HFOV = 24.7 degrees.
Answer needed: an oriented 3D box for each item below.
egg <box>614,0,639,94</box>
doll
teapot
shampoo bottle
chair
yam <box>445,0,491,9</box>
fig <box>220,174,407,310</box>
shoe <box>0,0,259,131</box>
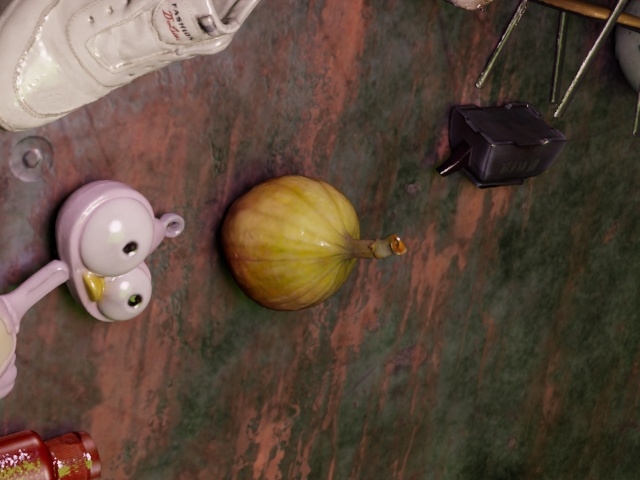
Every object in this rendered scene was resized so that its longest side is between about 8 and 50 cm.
[{"bbox_3d":[0.470,-0.237,1.840,0.236,0.169,0.169,23,94,-42],"label":"egg"},{"bbox_3d":[-0.281,0.057,1.451,0.365,0.094,0.160,-32,128,-31],"label":"doll"},{"bbox_3d":[0.216,-0.104,1.770,0.177,0.087,0.096,-7,131,-33],"label":"teapot"},{"bbox_3d":[-0.357,0.259,1.513,0.260,0.064,0.102,-13,112,-32],"label":"shampoo bottle"},{"bbox_3d":[0.307,-0.269,1.717,0.172,0.159,0.246,10,103,-36],"label":"chair"},{"bbox_3d":[0.134,-0.300,1.593,0.079,0.141,0.079,-15,120,-27],"label":"yam"},{"bbox_3d":[-0.004,-0.013,1.574,0.160,0.231,0.143,12,61,-33],"label":"fig"},{"bbox_3d":[-0.166,-0.218,1.361,0.342,0.210,0.132,-43,127,-14],"label":"shoe"}]
